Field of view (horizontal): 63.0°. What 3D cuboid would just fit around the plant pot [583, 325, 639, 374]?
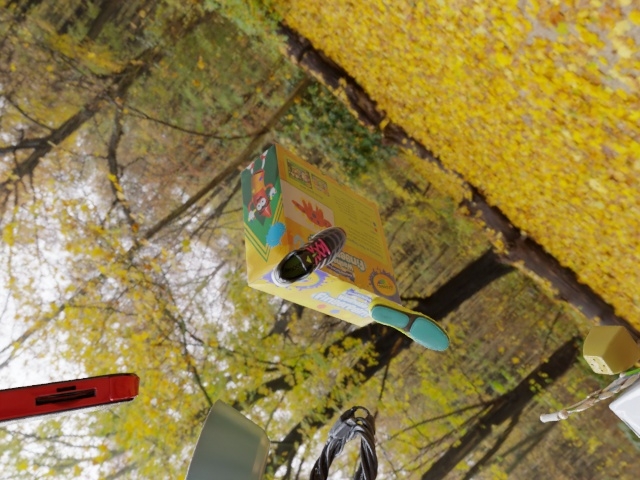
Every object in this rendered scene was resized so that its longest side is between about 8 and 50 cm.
[{"bbox_3d":[0.616,0.240,1.119,0.081,0.083,0.081,53,159,-5],"label":"plant pot"}]

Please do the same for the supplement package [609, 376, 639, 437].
[{"bbox_3d":[0.494,0.204,0.533,0.262,0.145,0.204,50,150,26],"label":"supplement package"}]

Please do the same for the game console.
[{"bbox_3d":[-0.578,0.327,1.030,0.386,0.342,0.060,0,-108,-31],"label":"game console"}]

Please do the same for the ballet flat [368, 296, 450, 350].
[{"bbox_3d":[0.231,0.207,1.356,0.230,0.077,0.077,25,-160,-4],"label":"ballet flat"}]

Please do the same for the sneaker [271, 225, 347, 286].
[{"bbox_3d":[-0.019,0.033,0.993,0.063,0.170,0.075,57,177,-2],"label":"sneaker"}]

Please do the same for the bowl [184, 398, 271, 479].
[{"bbox_3d":[-0.223,0.570,1.296,0.163,0.312,0.311,14,-172,3],"label":"bowl"}]

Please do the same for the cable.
[{"bbox_3d":[0.038,0.361,0.811,0.047,0.185,0.151,22,-156,-24],"label":"cable"}]

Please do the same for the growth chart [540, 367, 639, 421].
[{"bbox_3d":[0.531,0.293,0.995,0.172,0.237,0.021,88,157,-65],"label":"growth chart"}]

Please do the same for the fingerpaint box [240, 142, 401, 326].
[{"bbox_3d":[0.000,0.000,1.458,0.444,0.163,0.371,25,-137,-41],"label":"fingerpaint box"}]
